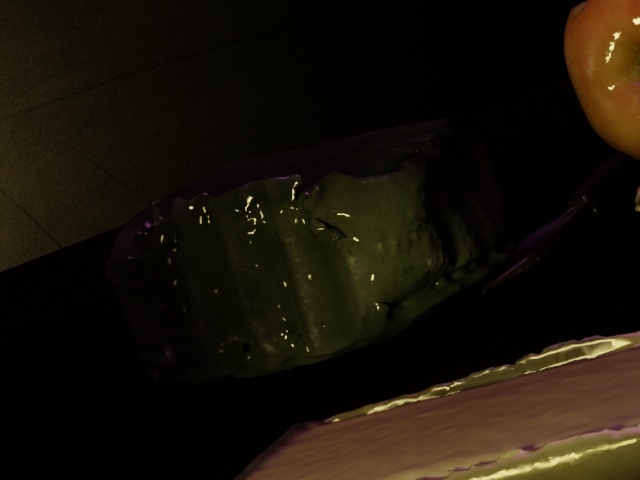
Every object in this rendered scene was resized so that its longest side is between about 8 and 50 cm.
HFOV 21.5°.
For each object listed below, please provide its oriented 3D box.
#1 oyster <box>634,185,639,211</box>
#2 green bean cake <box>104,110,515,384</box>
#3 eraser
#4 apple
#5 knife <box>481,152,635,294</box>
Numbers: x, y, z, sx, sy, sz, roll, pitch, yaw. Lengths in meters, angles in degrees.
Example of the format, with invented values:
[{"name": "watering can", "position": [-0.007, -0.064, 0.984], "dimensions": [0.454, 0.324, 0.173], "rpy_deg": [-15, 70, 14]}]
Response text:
[{"name": "oyster", "position": [0.225, -0.022, 0.922], "dimensions": [0.146, 0.045, 0.122], "rpy_deg": [-7, 10, 32]}, {"name": "green bean cake", "position": [0.000, 0.000, 1.077], "dimensions": [0.227, 0.124, 0.222], "rpy_deg": [-17, 6, 24]}, {"name": "eraser", "position": [0.055, 0.082, 0.555], "dimensions": [0.172, 0.058, 0.117], "rpy_deg": [-18, 7, 23]}, {"name": "apple", "position": [0.264, -0.140, 1.223], "dimensions": [0.199, 0.199, 0.199], "rpy_deg": [-20, 7, 3]}, {"name": "knife", "position": [0.153, -0.006, 1.122], "dimensions": [0.060, 0.028, 0.230], "rpy_deg": [-30, 3, 33]}]
